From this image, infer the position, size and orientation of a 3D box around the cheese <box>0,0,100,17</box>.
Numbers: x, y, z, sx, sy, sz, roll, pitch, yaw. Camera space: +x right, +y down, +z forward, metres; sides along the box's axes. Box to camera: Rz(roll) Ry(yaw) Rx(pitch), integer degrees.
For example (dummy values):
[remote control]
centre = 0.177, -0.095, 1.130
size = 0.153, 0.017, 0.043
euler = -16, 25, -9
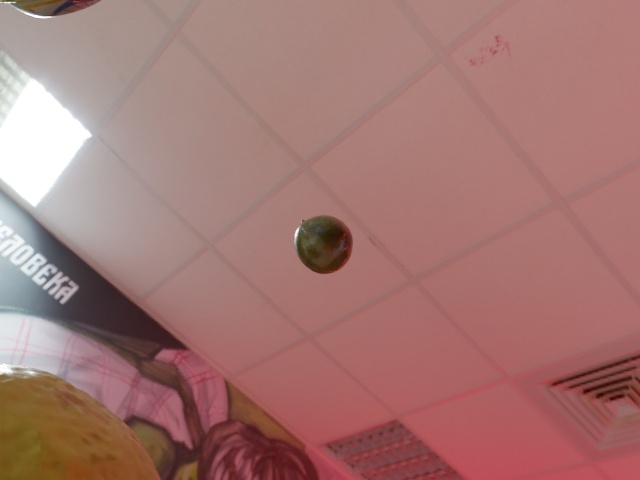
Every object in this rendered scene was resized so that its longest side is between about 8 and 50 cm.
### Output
[cheese]
centre = -0.383, -0.338, 0.728
size = 0.270, 0.177, 0.069
euler = -14, -50, -3

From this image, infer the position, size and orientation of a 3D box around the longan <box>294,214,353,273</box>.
[longan]
centre = 0.000, 0.000, 0.653
size = 0.083, 0.075, 0.075
euler = 44, -43, 31

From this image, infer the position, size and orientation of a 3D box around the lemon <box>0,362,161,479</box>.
[lemon]
centre = -0.261, 0.258, 0.365
size = 0.387, 0.350, 0.350
euler = 7, -51, 33
